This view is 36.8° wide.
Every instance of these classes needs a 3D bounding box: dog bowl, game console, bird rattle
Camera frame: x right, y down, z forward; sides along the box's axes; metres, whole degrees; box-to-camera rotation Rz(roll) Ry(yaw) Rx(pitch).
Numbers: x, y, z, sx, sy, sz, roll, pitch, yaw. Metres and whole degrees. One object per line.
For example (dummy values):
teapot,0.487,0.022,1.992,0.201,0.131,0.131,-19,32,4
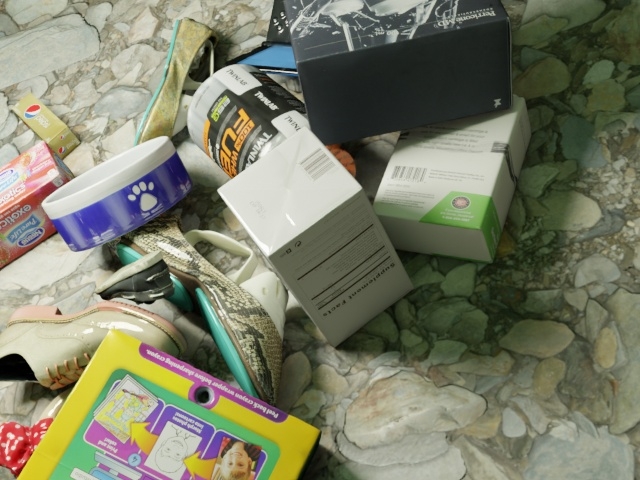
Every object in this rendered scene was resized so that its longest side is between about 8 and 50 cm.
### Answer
dog bowl,-0.375,-0.088,1.793,0.265,0.104,0.265,-25,16,8
game console,-0.013,-0.429,1.905,0.293,0.173,0.250,10,88,27
bird rattle,-0.418,0.331,1.621,0.253,0.143,0.207,0,45,38

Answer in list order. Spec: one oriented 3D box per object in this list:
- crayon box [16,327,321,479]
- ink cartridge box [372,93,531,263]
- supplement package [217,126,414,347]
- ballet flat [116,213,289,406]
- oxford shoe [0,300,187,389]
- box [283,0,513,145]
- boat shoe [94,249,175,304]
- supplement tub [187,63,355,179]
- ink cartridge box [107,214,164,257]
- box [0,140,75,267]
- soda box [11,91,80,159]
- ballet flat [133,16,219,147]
crayon box,-0.228,0.350,1.425,0.363,0.106,0.313,25,68,8
ink cartridge box,0.226,-0.115,1.633,0.198,0.115,0.273,9,61,26
supplement package,0.000,0.000,1.534,0.175,0.293,0.177,-36,51,-4
ballet flat,-0.169,0.084,1.649,0.182,0.164,0.483,-33,47,-20
oxford shoe,-0.405,0.200,1.652,0.397,0.140,0.146,-6,39,31
box,0.123,-0.349,1.642,0.343,0.179,0.312,-12,44,1
boat shoe,-0.314,0.079,1.615,0.084,0.079,0.233,-40,12,-32
supplement tub,-0.089,-0.175,1.758,0.193,0.193,0.316,-42,51,-9
ink cartridge box,-0.350,-0.015,1.839,0.115,0.063,0.029,-26,50,4
box,-0.617,-0.065,1.946,0.257,0.122,0.128,-34,50,-2
soda box,-0.603,-0.252,2.110,0.058,0.061,0.181,-44,52,-11
ballet flat,-0.289,-0.316,2.003,0.123,0.123,0.348,0,59,23
